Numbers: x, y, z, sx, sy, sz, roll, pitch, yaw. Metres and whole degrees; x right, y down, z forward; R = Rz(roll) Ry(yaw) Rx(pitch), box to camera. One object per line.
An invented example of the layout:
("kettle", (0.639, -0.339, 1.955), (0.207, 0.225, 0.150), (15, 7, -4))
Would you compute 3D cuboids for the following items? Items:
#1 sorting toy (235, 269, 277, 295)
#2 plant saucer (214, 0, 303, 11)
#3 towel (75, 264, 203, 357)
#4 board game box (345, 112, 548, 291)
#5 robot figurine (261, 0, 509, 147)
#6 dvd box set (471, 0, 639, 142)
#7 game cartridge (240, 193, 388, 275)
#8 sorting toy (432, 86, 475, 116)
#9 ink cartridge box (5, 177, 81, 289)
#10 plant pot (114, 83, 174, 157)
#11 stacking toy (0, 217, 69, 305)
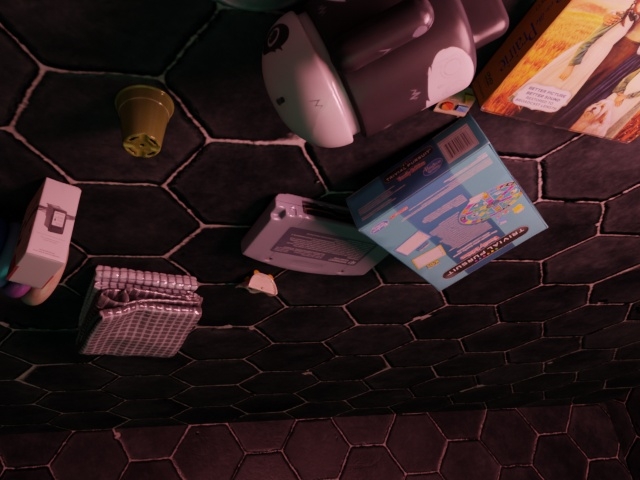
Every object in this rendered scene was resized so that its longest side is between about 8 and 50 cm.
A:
("sorting toy", (-0.154, 0.103, 1.341), (0.075, 0.045, 0.083), (-23, 147, 38))
("plant saucer", (-0.066, -0.289, 0.627), (0.194, 0.038, 0.195), (-3, 173, 0))
("towel", (-0.415, 0.179, 1.334), (0.234, 0.121, 0.284), (10, 145, -27))
("board game box", (0.242, -0.049, 1.081), (0.253, 0.079, 0.336), (-34, 142, 19))
("robot figurine", (0.067, -0.225, 0.681), (0.278, 0.174, 0.209), (-26, 151, 4))
("dvd box set", (0.442, -0.302, 0.759), (0.307, 0.062, 0.420), (7, 147, -22))
("game cartridge", (0.000, 0.000, 1.186), (0.294, 0.060, 0.196), (12, 141, -28))
("sorting toy", (0.199, -0.215, 0.902), (0.083, 0.012, 0.062), (5, 148, -20))
("ink cartridge box", (-0.459, -0.012, 0.976), (0.063, 0.151, 0.109), (22, 139, -33))
("plant pot", (-0.252, -0.163, 0.833), (0.083, 0.079, 0.083), (-4, 149, -3))
("stacking toy", (-0.611, -0.005, 0.991), (0.141, 0.141, 0.330), (-30, 137, 33))
